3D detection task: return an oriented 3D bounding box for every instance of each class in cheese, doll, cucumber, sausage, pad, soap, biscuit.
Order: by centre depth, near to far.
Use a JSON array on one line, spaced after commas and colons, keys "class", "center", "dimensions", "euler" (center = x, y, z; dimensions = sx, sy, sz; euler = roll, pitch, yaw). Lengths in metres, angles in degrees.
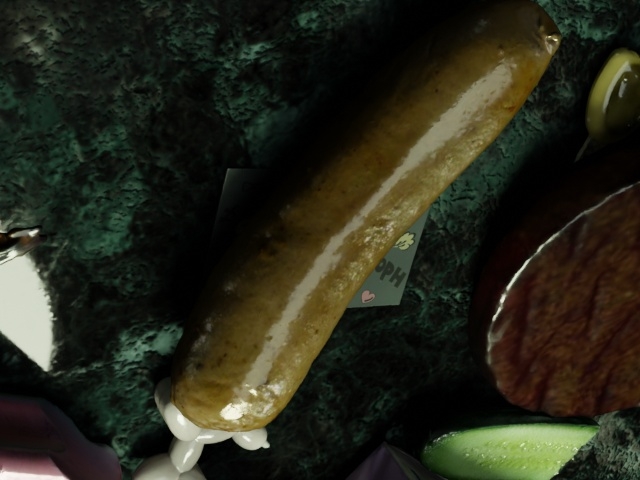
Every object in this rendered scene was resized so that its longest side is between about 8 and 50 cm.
[{"class": "soap", "center": [-0.312, 0.239, 1.127], "dimensions": [0.324, 0.109, 0.193], "euler": [15, 118, -39]}, {"class": "sausage", "center": [0.024, -0.029, 1.134], "dimensions": [0.501, 0.136, 0.123], "euler": [-52, 154, 7]}, {"class": "pad", "center": [0.000, 0.000, 1.231], "dimensions": [0.245, 0.006, 0.170], "euler": [-1, 121, -30]}, {"class": "doll", "center": [-0.123, 0.206, 1.263], "dimensions": [0.161, 0.059, 0.160], "euler": [-11, 124, -26]}, {"class": "cheese", "center": [0.303, -0.124, 1.308], "dimensions": [0.086, 0.036, 0.162], "euler": [15, 111, -36]}, {"class": "biscuit", "center": [0.353, 0.041, 1.388], "dimensions": [0.407, 0.091, 0.407], "euler": [-13, 135, -14]}, {"class": "cucumber", "center": [0.210, 0.236, 1.482], "dimensions": [0.244, 0.063, 0.115], "euler": [10, 124, -36]}]

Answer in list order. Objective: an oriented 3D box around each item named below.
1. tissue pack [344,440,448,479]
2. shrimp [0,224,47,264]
[{"class": "tissue pack", "center": [0.053, 0.429, 1.455], "dimensions": [0.338, 0.160, 0.242], "euler": [-46, 126, 6]}, {"class": "shrimp", "center": [-0.352, 0.042, 1.012], "dimensions": [0.262, 0.066, 0.117], "euler": [-23, 169, -15]}]
